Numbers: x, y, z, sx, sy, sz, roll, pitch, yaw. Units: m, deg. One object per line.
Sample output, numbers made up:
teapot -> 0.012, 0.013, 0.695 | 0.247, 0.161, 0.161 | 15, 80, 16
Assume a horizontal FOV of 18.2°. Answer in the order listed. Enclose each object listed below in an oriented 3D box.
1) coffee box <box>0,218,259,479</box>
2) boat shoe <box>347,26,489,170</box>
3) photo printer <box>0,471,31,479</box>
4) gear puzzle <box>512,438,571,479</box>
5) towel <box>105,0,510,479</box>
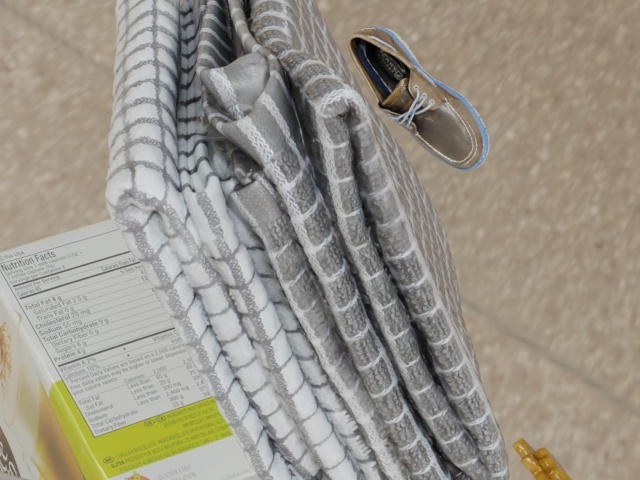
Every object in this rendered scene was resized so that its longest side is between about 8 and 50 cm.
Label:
coffee box -> -0.129, 0.188, 1.985 | 0.334, 0.338, 0.337 | 55, 150, 31
boat shoe -> 0.089, -0.137, 1.966 | 0.183, 0.066, 0.066 | 46, 113, 19
photo printer -> -0.273, 0.220, 0.862 | 0.256, 0.107, 0.307 | 22, 90, -21
gear puzzle -> 0.287, 0.290, 1.809 | 0.044, 0.175, 0.339 | -41, 106, 7
towel -> 0.000, 0.000, 1.021 | 0.121, 0.235, 0.283 | -21, 120, 9
